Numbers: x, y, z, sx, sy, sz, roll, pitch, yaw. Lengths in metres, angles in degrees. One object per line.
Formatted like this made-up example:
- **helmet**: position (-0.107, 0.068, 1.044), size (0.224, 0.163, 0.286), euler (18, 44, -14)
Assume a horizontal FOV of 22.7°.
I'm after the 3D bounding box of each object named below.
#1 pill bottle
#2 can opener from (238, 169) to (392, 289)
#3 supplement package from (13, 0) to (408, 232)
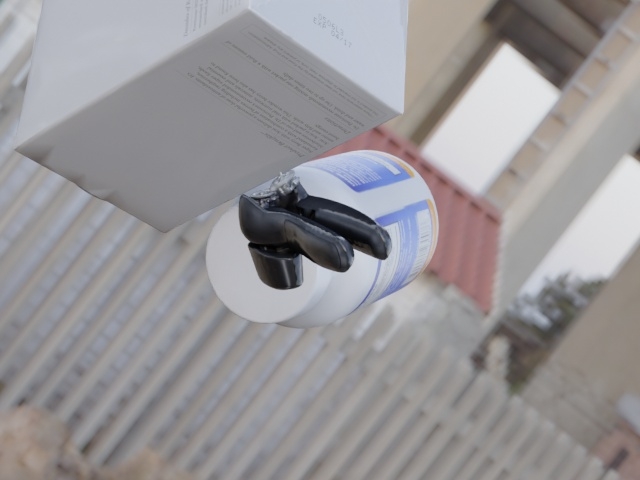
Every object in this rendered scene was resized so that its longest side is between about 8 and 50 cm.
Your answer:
- **pill bottle**: position (0.000, 0.000, 1.514), size (0.152, 0.152, 0.272), euler (38, 21, 15)
- **can opener**: position (-0.001, -0.006, 1.018), size (0.186, 0.059, 0.073), euler (8, -57, 66)
- **supplement package**: position (-0.092, -0.159, 1.338), size (0.177, 0.293, 0.175), euler (31, 49, -37)
